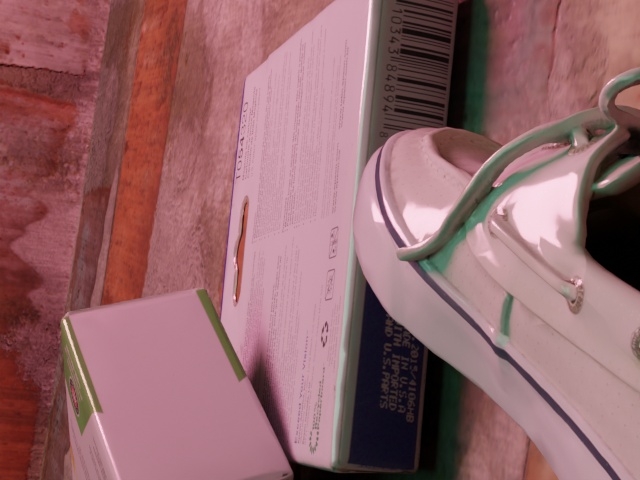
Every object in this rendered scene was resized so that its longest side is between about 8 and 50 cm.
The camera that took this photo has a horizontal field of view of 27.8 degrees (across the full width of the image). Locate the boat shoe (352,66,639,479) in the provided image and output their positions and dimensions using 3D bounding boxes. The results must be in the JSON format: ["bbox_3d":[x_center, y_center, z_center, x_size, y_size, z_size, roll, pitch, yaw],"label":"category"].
[{"bbox_3d":[0.122,0.003,0.507,0.367,0.136,0.156,-121,43,-57],"label":"boat shoe"}]

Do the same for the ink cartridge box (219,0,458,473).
[{"bbox_3d":[0.000,0.000,0.958,0.330,0.072,0.324,162,114,-72],"label":"ink cartridge box"}]

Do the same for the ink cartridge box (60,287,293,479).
[{"bbox_3d":[-0.112,0.209,0.974,0.201,0.117,0.278,-121,27,-45],"label":"ink cartridge box"}]
